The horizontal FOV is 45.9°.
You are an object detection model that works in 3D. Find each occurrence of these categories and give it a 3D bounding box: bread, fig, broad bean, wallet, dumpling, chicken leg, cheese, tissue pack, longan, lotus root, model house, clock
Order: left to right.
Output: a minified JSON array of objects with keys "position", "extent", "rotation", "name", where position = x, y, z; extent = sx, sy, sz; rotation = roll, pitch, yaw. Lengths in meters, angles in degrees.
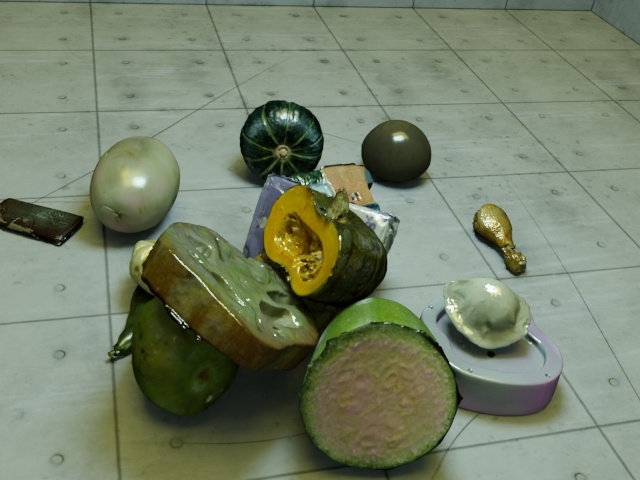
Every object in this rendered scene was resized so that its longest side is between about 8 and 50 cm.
[{"position":[-0.749,-0.056,1.976],"extent":[0.232,0.031,0.122],"rotation":[16,35,9],"name":"wallet"},{"position":[-0.415,0.173,1.717],"extent":[0.065,0.046,0.254],"rotation":[-3,37,8],"name":"broad bean"},{"position":[-0.311,0.204,1.549],"extent":[0.314,0.233,0.233],"rotation":[33,43,26],"name":"fig"},{"position":[-0.341,0.066,1.796],"extent":[0.214,0.117,0.226],"rotation":[21,13,13],"name":"cheese"},{"position":[-0.167,0.119,1.468],"extent":[0.390,0.111,0.375],"rotation":[34,15,-30],"name":"lotus root"},{"position":[-0.078,0.130,1.739],"extent":[0.143,0.139,0.229],"rotation":[10,32,-48],"name":"bread"},{"position":[0.000,0.000,1.860],"extent":[0.343,0.242,0.125],"rotation":[21,6,16],"name":"tissue pack"},{"position":[0.043,-0.048,2.023],"extent":[0.253,0.184,0.291],"rotation":[-7,52,-29],"name":"model house"},{"position":[0.231,-0.273,2.318],"extent":[0.220,0.196,0.196],"rotation":[15,37,15],"name":"longan"},{"position":[0.361,0.161,1.666],"extent":[0.181,0.111,0.155],"rotation":[1,61,29],"name":"dumpling"},{"position":[0.385,0.244,1.722],"extent":[0.338,0.102,0.338],"rotation":[5,36,-4],"name":"clock"},{"position":[0.503,-0.008,2.103],"extent":[0.107,0.087,0.251],"rotation":[-14,47,-10],"name":"chicken leg"}]

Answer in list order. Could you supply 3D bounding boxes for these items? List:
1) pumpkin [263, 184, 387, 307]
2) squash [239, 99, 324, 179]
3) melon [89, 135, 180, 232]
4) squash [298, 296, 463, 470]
[{"position":[0.038,0.007,1.656],"extent":[0.232,0.242,0.325],"rotation":[16,24,-35],"name":"pumpkin"},{"position":[-0.114,-0.290,2.224],"extent":[0.252,0.252,0.165],"rotation":[4,32,-5],"name":"squash"},{"position":[-0.487,-0.150,1.994],"extent":[0.223,0.223,0.317],"rotation":[7,36,-1],"name":"melon"},{"position":[0.098,0.259,1.548],"extent":[0.310,0.310,0.309],"rotation":[3,14,-7],"name":"squash"}]
